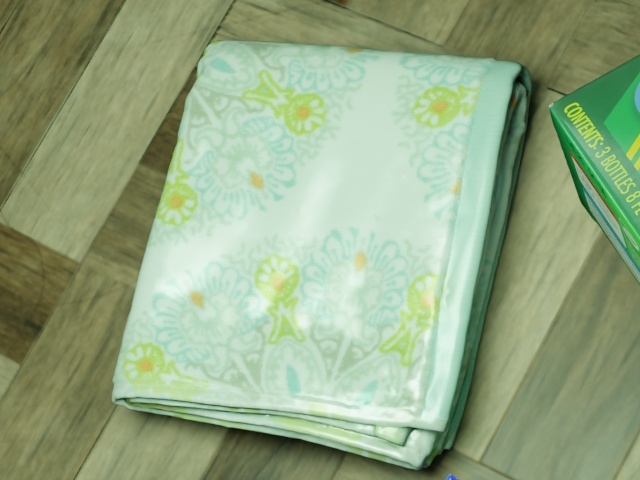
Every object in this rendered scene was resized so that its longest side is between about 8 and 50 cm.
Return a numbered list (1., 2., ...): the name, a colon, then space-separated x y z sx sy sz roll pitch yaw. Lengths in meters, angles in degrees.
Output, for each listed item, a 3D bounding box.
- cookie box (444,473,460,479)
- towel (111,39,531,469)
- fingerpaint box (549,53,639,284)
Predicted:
1. cookie box: 0.128 0.260 1.609 0.107 0.040 0.092 33 83 26
2. towel: 0.000 0.000 1.729 0.320 0.090 0.374 8 72 21
3. fingerpaint box: 0.446 -0.008 1.481 0.371 0.163 0.445 -29 54 1
